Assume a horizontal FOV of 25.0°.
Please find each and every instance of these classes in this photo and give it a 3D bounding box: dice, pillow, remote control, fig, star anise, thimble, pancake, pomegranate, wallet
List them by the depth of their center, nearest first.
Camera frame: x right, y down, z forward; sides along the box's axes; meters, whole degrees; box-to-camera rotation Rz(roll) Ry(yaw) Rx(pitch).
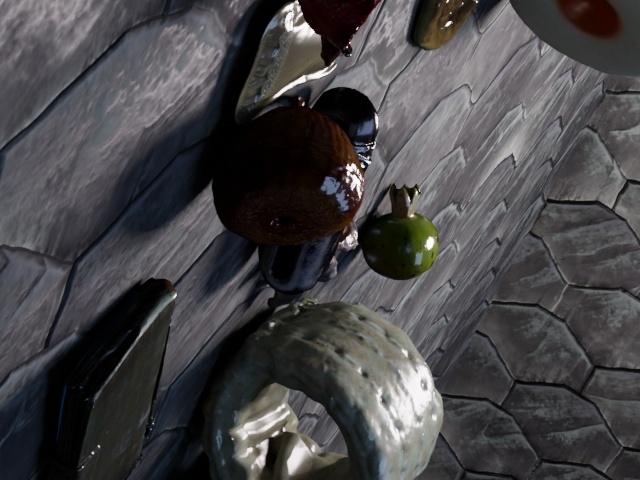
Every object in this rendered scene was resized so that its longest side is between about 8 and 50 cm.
[{"bbox_3d":[-0.014,-0.186,1.364,0.217,0.033,0.130,-38,155,-55],"label":"pillow"},{"bbox_3d":[-0.022,-0.092,1.395,0.133,0.146,0.201,77,22,-46],"label":"fig"},{"bbox_3d":[-0.216,0.183,1.452,0.169,0.044,0.317,-52,167,-39],"label":"wallet"},{"bbox_3d":[-0.007,-0.047,1.576,0.066,0.090,0.266,-68,179,-54],"label":"remote control"},{"bbox_3d":[-0.010,0.012,1.757,0.172,0.063,0.208,-53,166,-12],"label":"star anise"},{"bbox_3d":[0.186,-0.330,1.766,0.235,0.029,0.212,-55,167,-4],"label":"pancake"},{"bbox_3d":[-0.005,0.224,1.828,0.195,0.291,0.291,-35,153,-56],"label":"thimble"},{"bbox_3d":[0.432,-0.417,1.933,0.304,0.277,0.304,-56,163,-16],"label":"dice"},{"bbox_3d":[0.117,-0.012,2.087,0.114,0.114,0.142,-33,128,-60],"label":"pomegranate"}]

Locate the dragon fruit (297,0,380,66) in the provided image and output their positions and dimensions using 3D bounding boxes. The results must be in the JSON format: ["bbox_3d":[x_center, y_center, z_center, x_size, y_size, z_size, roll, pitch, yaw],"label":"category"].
[{"bbox_3d":[0.052,-0.292,1.212,0.274,0.126,0.161,-53,179,22],"label":"dragon fruit"}]
